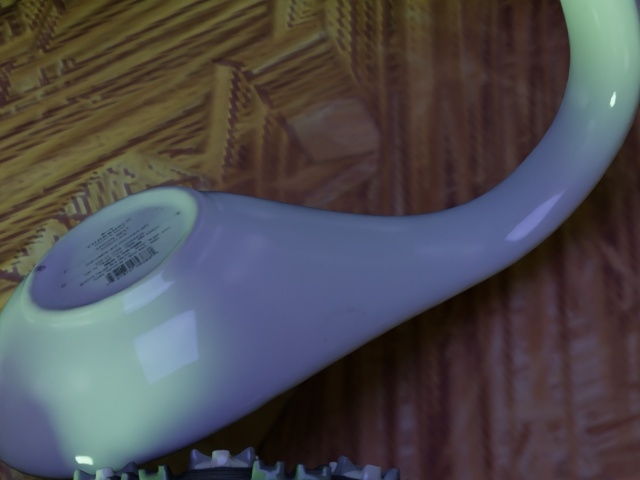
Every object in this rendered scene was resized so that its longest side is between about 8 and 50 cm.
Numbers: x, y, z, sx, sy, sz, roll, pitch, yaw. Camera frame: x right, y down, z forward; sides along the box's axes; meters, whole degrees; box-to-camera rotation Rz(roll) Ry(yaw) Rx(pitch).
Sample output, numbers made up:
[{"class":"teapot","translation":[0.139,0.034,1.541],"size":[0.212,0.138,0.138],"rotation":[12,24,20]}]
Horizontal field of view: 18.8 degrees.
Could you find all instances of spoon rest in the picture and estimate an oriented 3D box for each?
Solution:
[{"class":"spoon rest","translation":[0.000,0.000,0.694],"size":[0.276,0.084,0.137],"rotation":[-32,28,-3]}]

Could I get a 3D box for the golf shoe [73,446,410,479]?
[{"class":"golf shoe","translation":[-0.077,0.135,0.621],"size":[0.272,0.105,0.120],"rotation":[-10,72,11]}]
